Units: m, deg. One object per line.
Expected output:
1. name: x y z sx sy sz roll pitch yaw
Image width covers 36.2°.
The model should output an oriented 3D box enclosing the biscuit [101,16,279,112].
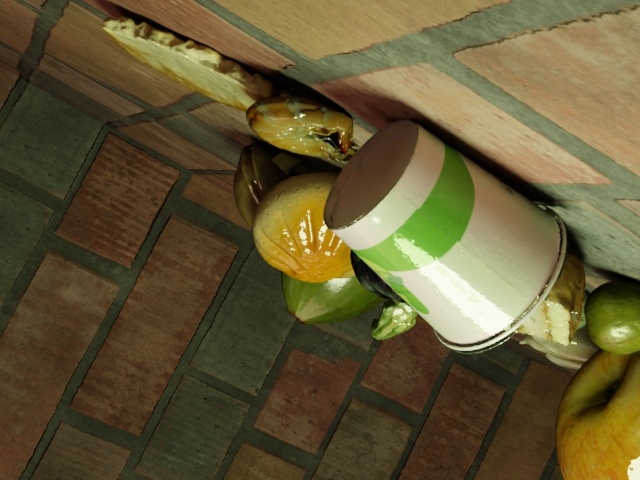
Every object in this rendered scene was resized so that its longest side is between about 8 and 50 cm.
1. biscuit: -0.194 -0.277 1.596 0.309 0.040 0.204 25 174 11

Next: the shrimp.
1. shrimp: 0.004 -0.173 1.539 0.152 0.062 0.287 -10 164 36

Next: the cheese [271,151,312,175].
1. cheese: -0.060 -0.163 2.077 0.060 0.041 0.084 33 -165 33

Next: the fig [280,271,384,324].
1. fig: 0.031 0.068 2.401 0.316 0.316 0.316 27 175 2

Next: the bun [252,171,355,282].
1. bun: 0.000 0.000 2.028 0.299 0.164 0.299 2 147 2

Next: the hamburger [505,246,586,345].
1. hamburger: 0.347 0.078 1.558 0.155 0.245 0.282 10 140 19

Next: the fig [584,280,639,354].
1. fig: 0.534 0.113 1.572 0.124 0.124 0.236 30 151 -26

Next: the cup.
1. cup: 0.164 -0.018 1.360 0.274 0.253 0.253 38 171 -23

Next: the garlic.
1. garlic: 0.613 0.238 2.117 0.325 0.132 0.279 20 171 39

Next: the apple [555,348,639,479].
1. apple: 0.608 0.330 1.737 0.333 0.400 0.400 55 165 -19

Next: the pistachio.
1. pistachio: -0.120 -0.123 2.182 0.260 0.163 0.212 68 179 -53

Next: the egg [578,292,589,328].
1. egg: 0.497 0.135 1.936 0.085 0.085 0.110 25 -173 24

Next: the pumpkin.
1. pumpkin: 0.182 0.061 1.766 0.296 0.295 0.296 27 175 2

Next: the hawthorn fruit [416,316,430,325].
1. hawthorn fruit: 0.235 0.069 2.154 0.199 0.199 0.251 31 -171 -40
